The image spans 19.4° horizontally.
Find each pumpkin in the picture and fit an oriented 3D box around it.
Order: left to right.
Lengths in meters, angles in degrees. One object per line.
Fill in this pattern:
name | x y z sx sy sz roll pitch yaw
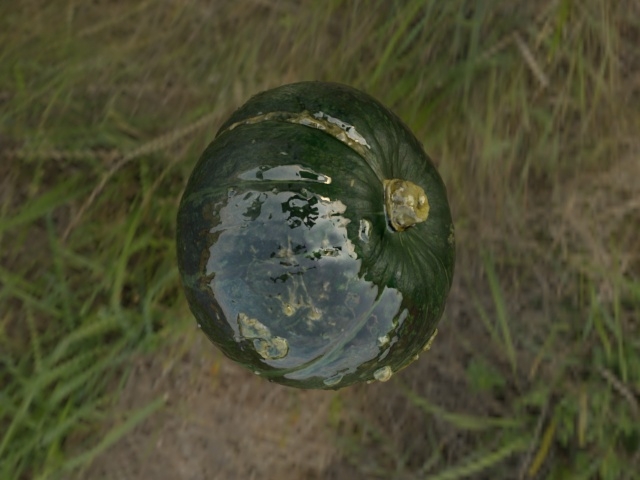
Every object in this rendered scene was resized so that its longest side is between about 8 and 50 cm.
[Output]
pumpkin | 0.000 -0.001 1.114 0.146 0.190 0.190 1 125 48
